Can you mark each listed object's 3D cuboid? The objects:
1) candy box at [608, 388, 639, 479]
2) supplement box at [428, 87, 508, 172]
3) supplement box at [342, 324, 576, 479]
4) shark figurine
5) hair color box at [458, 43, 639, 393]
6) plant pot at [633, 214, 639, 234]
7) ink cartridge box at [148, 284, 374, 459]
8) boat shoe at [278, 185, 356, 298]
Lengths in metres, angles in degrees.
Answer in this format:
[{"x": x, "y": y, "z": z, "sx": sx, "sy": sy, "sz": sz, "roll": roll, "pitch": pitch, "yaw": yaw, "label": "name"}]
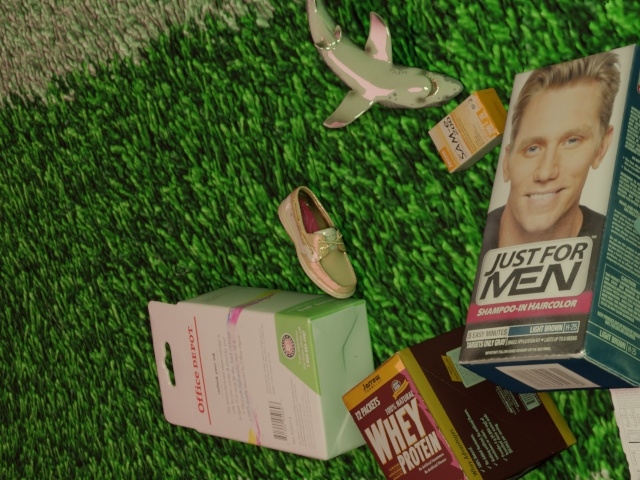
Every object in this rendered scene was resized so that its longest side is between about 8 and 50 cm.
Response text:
[{"x": 0.392, "y": 0.180, "z": 1.595, "sx": 0.070, "sy": 0.164, "sz": 0.196, "roll": -12, "pitch": 94, "yaw": 50, "label": "candy box"}, {"x": 0.183, "y": -0.133, "z": 1.814, "sx": 0.098, "sy": 0.036, "sz": 0.062, "roll": -41, "pitch": 71, "yaw": 46, "label": "supplement box"}, {"x": 0.169, "y": 0.219, "z": 1.827, "sx": 0.129, "sy": 0.194, "sz": 0.191, "roll": -44, "pitch": 70, "yaw": 45, "label": "supplement box"}, {"x": 0.041, "y": -0.250, "z": 1.891, "sx": 0.166, "sy": 0.116, "sz": 0.278, "roll": -37, "pitch": 82, "yaw": 12, "label": "shark figurine"}, {"x": 0.268, "y": -0.020, "z": 1.579, "sx": 0.174, "sy": 0.105, "sz": 0.347, "roll": -10, "pitch": 60, "yaw": 48, "label": "hair color box"}, {"x": 0.425, "y": -0.032, "z": 1.440, "sx": 0.165, "sy": 0.234, "sz": 0.166, "roll": 54, "pitch": 136, "yaw": 20, "label": "plant pot"}, {"x": -0.086, "y": 0.178, "z": 2.144, "sx": 0.353, "sy": 0.119, "sz": 0.207, "roll": 5, "pitch": 107, "yaw": 45, "label": "ink cartridge box"}, {"x": 0.000, "y": 0.000, "z": 2.036, "sx": 0.170, "sy": 0.063, "sz": 0.059, "roll": 56, "pitch": 142, "yaw": 19, "label": "boat shoe"}]
